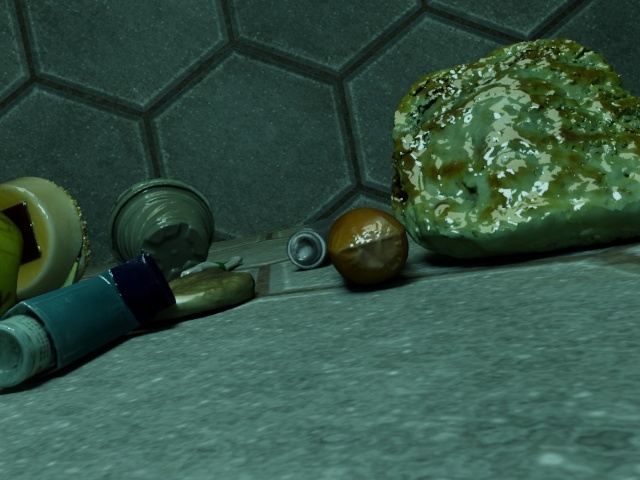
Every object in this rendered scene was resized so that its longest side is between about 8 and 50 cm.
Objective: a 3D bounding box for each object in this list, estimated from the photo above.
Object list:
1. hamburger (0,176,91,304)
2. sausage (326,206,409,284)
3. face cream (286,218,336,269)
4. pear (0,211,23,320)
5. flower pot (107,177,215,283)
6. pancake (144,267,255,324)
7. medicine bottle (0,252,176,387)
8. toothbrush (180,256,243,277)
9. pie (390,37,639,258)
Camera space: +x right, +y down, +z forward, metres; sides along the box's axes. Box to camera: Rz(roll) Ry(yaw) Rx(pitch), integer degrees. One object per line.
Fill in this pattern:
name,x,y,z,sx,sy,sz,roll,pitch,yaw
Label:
hamburger,-0.668,0.001,1.592,0.302,0.302,0.170,-10,-2,17
sausage,0.062,0.003,0.955,0.105,0.105,0.274,-11,4,1
face cream,0.000,0.000,1.333,0.073,0.073,0.283,-10,4,11
pear,-0.566,0.047,0.993,0.283,0.284,0.283,-11,4,1
flower pot,-0.318,-0.002,1.445,0.235,0.235,0.140,-12,27,-19
pancake,-0.209,0.077,1.002,0.242,0.050,0.242,-11,3,1
medicine bottle,-0.265,0.086,0.775,0.124,0.079,0.258,-27,1,14
toothbrush,-0.209,0.053,1.395,0.042,0.040,0.418,-13,4,5
pie,0.286,-0.117,0.970,0.395,0.180,0.418,-19,37,1
